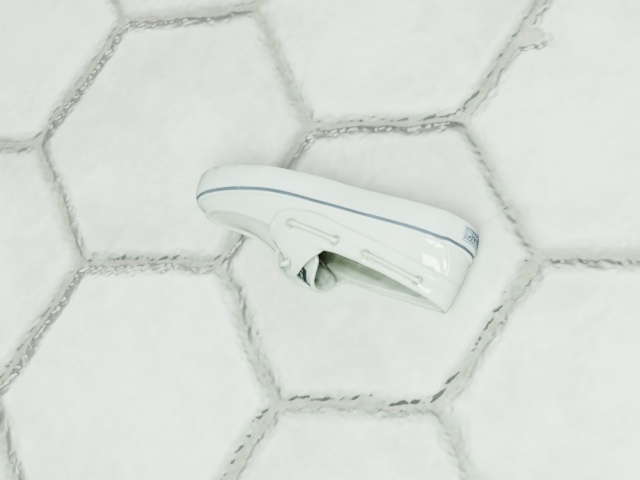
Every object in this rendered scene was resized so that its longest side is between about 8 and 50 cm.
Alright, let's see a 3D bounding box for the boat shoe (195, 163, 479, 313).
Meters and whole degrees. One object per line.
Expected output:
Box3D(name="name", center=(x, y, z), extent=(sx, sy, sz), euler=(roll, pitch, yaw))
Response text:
Box3D(name="boat shoe", center=(0.000, 0.000, 1.228), extent=(0.258, 0.095, 0.084), euler=(11, 70, 29))
